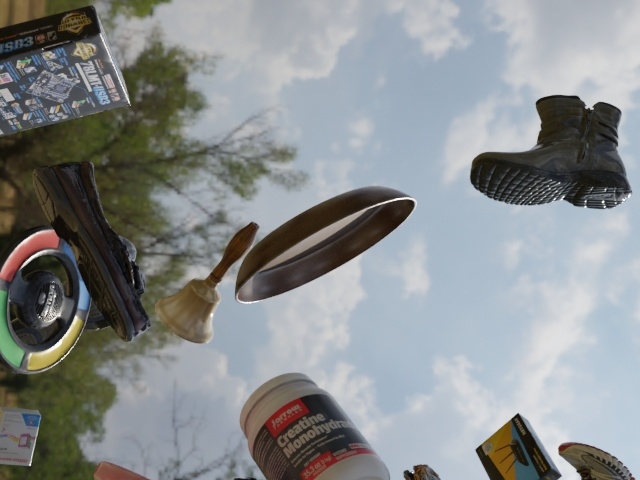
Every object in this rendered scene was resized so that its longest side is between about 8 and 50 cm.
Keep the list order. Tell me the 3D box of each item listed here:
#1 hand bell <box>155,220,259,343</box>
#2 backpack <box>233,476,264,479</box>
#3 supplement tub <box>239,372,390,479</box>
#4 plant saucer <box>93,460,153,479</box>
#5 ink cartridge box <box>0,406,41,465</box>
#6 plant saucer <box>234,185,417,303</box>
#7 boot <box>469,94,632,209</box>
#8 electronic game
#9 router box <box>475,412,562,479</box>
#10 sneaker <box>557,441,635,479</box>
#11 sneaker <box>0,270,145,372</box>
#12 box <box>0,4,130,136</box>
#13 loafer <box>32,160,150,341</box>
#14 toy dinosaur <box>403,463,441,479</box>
[{"bbox_3d":[-0.188,0.061,1.698,0.242,0.126,0.126,-53,-148,19],"label":"hand bell"},{"bbox_3d":[-0.199,0.703,2.479,0.182,0.152,0.115,113,-20,-57],"label":"backpack"},{"bbox_3d":[-0.016,0.392,1.700,0.272,0.191,0.191,47,-49,43],"label":"supplement tub"},{"bbox_3d":[-0.254,0.494,1.597,0.084,0.332,0.332,-63,-169,-23],"label":"plant saucer"},{"bbox_3d":[-0.699,0.449,2.118,0.052,0.089,0.122,13,-89,62],"label":"ink cartridge box"},{"bbox_3d":[0.000,0.000,1.404,0.050,0.311,0.310,61,-29,11],"label":"plant saucer"},{"bbox_3d":[0.319,-0.134,1.311,0.083,0.247,0.161,120,-28,-58],"label":"boot"},{"bbox_3d":[-0.427,0.090,1.414,0.229,0.048,0.229,-32,126,-59],"label":"electronic game"},{"bbox_3d":[0.421,0.475,1.979,0.133,0.046,0.179,-45,-151,13],"label":"router box"},{"bbox_3d":[0.501,0.435,1.615,0.092,0.225,0.088,-49,-177,-16],"label":"sneaker"},{"bbox_3d":[-0.447,0.120,1.652,0.111,0.297,0.129,63,3,-12],"label":"sneaker"},{"bbox_3d":[-0.536,-0.312,1.765,0.295,0.294,0.073,91,-19,-74],"label":"box"},{"bbox_3d":[-0.309,0.002,1.325,0.302,0.095,0.109,55,-30,20],"label":"loafer"},{"bbox_3d":[0.166,0.585,1.706,0.218,0.164,0.321,-26,-145,39],"label":"toy dinosaur"}]
